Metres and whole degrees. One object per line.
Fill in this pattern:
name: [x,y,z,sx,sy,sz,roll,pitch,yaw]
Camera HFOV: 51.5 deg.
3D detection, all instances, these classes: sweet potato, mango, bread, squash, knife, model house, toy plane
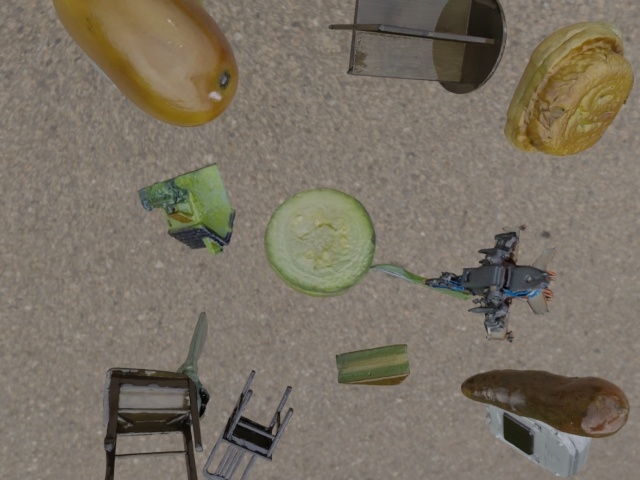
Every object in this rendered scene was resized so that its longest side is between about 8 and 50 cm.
sweet potato: [0.361,0.256,1.067,0.097,0.292,0.097,2,86,-39]
mango: [-0.213,-0.249,0.820,0.254,0.175,0.139,39,62,-20]
bread: [0.110,0.263,1.412,0.139,0.074,0.084,5,149,-12]
squash: [0.000,0.000,1.473,0.252,0.049,0.252,2,75,-7]
knife: [0.175,0.069,1.157,0.184,0.022,0.026,18,137,4]
bread: [0.410,-0.243,1.100,0.198,0.120,0.236,-13,136,-30]
model house: [-0.324,-0.058,1.627,0.170,0.194,0.211,-28,102,-38]
toy plane: [0.183,0.046,0.765,0.062,0.188,0.135,27,72,-45]

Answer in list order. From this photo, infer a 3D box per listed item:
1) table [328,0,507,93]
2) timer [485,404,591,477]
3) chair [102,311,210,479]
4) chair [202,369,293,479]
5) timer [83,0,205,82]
table: [0.141,-0.314,1.010,0.226,0.167,0.167,-4,117,-31]
timer: [0.473,0.412,1.470,0.087,0.237,0.262,-46,143,-23]
chair: [-0.291,0.277,1.186,0.186,0.319,0.160,3,126,-15]
chair: [-0.122,0.326,1.049,0.084,0.101,0.212,26,97,-7]
timer: [-0.328,-0.452,1.327,0.285,0.285,0.285,-6,116,-13]
